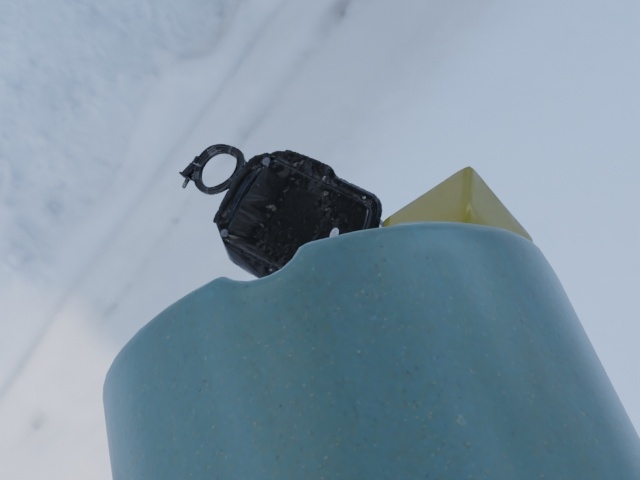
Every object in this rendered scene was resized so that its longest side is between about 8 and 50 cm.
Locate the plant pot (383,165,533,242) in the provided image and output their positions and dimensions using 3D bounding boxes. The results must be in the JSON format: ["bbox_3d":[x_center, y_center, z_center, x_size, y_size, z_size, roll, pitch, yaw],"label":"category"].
[{"bbox_3d":[0.095,0.015,0.948,0.081,0.083,0.081,-33,112,25],"label":"plant pot"}]

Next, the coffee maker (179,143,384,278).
[{"bbox_3d":[0.000,0.000,1.103,0.120,0.171,0.178,-39,153,4],"label":"coffee maker"}]

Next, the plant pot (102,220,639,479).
[{"bbox_3d":[0.048,0.194,0.659,0.341,0.334,0.341,-15,153,-7],"label":"plant pot"}]
